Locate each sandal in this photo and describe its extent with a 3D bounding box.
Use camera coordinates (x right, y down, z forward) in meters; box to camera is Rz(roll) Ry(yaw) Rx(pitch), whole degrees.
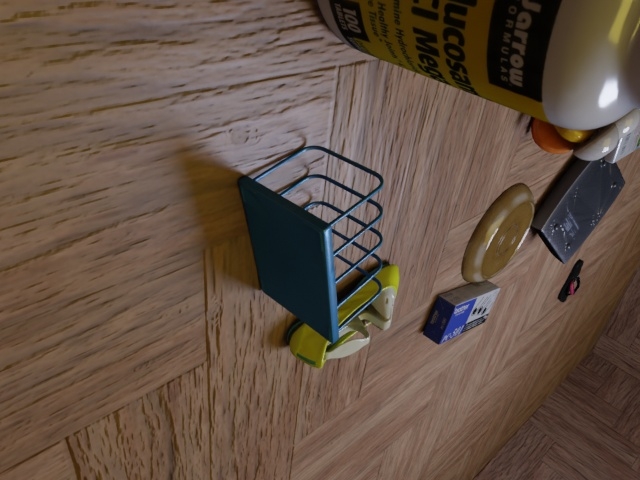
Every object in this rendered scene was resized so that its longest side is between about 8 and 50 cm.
[{"bbox_3d":[0.880,0.150,1.821,0.067,0.040,0.179,-21,134,-39],"label":"sandal"}]

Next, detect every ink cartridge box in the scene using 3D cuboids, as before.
[{"bbox_3d":[0.306,0.149,1.125,0.207,0.046,0.097,-8,123,-47],"label":"ink cartridge box"}]

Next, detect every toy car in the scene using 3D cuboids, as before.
[{"bbox_3d":[0.444,-0.217,0.918,0.182,0.159,0.136,-36,176,-26],"label":"toy car"}]

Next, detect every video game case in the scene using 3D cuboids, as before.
[{"bbox_3d":[0.710,-0.301,1.126,0.206,0.026,0.226,-27,134,-24],"label":"video game case"}]

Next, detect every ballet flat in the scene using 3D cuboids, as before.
[{"bbox_3d":[0.057,0.113,0.766,0.231,0.077,0.077,-29,137,-33],"label":"ballet flat"}]

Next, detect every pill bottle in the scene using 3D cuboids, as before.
[{"bbox_3d":[0.166,-0.200,0.404,0.188,0.334,0.187,-30,138,-31],"label":"pill bottle"}]

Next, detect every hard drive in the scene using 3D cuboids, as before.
[{"bbox_3d":[0.609,-0.088,1.239,0.172,0.054,0.254,41,86,-35],"label":"hard drive"}]

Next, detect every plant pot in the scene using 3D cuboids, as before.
[{"bbox_3d":[0.381,-0.006,1.097,0.236,0.032,0.236,-31,140,-31],"label":"plant pot"}]

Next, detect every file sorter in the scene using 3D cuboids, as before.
[{"bbox_3d":[0.000,0.000,0.570,0.104,0.118,0.170,-38,143,-29],"label":"file sorter"}]
